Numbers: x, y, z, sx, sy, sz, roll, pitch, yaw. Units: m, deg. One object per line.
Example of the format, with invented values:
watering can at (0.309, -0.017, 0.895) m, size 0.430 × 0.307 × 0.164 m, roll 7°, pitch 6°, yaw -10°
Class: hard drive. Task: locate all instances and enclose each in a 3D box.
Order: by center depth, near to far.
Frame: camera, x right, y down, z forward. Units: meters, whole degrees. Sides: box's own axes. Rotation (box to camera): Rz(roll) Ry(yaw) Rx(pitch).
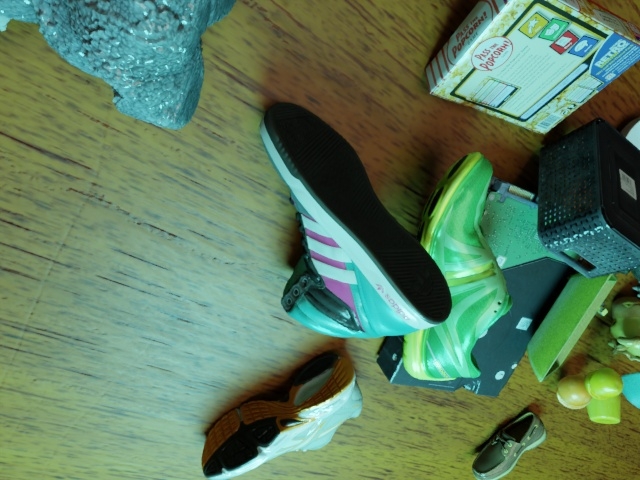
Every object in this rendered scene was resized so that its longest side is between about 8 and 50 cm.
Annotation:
hard drive at (0.258, 0.084, 0.675) m, size 0.237 × 0.064 × 0.338 m, roll 15°, pitch 109°, yaw -25°

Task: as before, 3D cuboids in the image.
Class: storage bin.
storage bin at (0.366, -0.055, 0.574) m, size 0.122 × 0.084 × 0.180 m, roll 29°, pitch 60°, yaw -19°

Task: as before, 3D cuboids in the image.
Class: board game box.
board game box at (0.245, -0.208, 0.501) m, size 0.194 × 0.045 × 0.147 m, roll 10°, pitch 148°, yaw -24°

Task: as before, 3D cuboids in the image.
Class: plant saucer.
plant saucer at (0.398, 0.126, 0.694) m, size 0.188 × 0.045 × 0.188 m, roll 12°, pitch 108°, yaw -53°

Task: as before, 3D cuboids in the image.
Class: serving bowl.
serving bowl at (0.486, -0.152, 0.666) m, size 0.084 × 0.027 × 0.083 m, roll -8°, pitch 115°, yaw -17°

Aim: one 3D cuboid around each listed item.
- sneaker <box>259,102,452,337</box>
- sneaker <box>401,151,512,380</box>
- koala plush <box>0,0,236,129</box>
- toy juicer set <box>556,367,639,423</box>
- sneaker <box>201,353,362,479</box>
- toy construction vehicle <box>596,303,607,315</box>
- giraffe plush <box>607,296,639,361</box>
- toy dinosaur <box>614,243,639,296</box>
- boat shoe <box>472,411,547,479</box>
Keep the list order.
sneaker at (0.000, 0.000, 0.519) m, size 0.295 × 0.124 × 0.178 m, roll 54°, pitch 133°, yaw 3°
sneaker at (0.178, 0.038, 0.547) m, size 0.124 × 0.109 × 0.295 m, roll 8°, pitch 104°, yaw 8°
koala plush at (-0.188, -0.207, 0.326) m, size 0.222 × 0.203 × 0.196 m, roll 23°, pitch 104°, yaw -15°
toy juicer set at (0.588, 0.254, 0.772) m, size 0.210 × 0.089 × 0.329 m, roll 25°, pitch 148°, yaw -20°
sneaker at (-0.046, 0.288, 0.648) m, size 0.263 × 0.099 × 0.121 m, roll -29°, pitch 124°, yaw -3°
toy construction vehicle at (0.479, 0.129, 0.789) m, size 0.086 × 0.035 × 0.098 m, roll -45°, pitch 120°, yaw 5°
giraffe plush at (0.620, 0.154, 0.792) m, size 0.171 × 0.210 × 0.181 m, roll -17°, pitch 128°, yaw 23°
toy dinosaur at (0.538, 0.050, 0.672) m, size 0.121 × 0.313 × 0.160 m, roll -31°, pitch 160°, yaw 18°
boat shoe at (0.373, 0.409, 0.869) m, size 0.178 × 0.064 × 0.060 m, roll -33°, pitch 115°, yaw -9°
